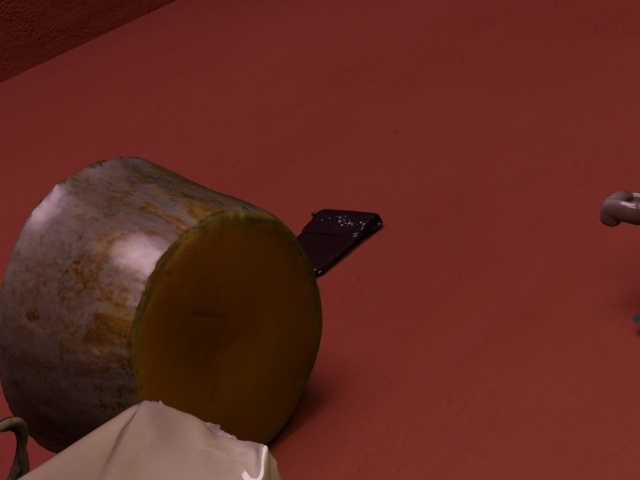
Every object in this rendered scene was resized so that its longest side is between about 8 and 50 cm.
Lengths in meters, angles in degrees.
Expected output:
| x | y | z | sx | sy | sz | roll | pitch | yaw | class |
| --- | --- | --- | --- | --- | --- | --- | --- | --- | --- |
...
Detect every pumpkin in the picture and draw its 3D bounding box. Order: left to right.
| x | y | z | sx | sy | sz | roll | pitch | yaw | class |
| --- | --- | --- | --- | --- | --- | --- | --- | --- | --- |
| -0.143 | 0.085 | 1.320 | 0.199 | 0.332 | 0.332 | 10 | 33 | 33 | pumpkin |

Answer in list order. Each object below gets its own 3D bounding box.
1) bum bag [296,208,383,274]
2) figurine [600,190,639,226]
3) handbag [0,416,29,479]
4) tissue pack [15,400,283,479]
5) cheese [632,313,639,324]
| x | y | z | sx | sy | sz | roll | pitch | yaw | class |
| --- | --- | --- | --- | --- | --- | --- | --- | --- | --- |
| 0.000 | 0.000 | 1.755 | 0.109 | 0.026 | 0.159 | 6 | 31 | 39 | bum bag |
| 0.457 | -0.024 | 1.362 | 0.309 | 0.143 | 0.308 | 22 | 17 | -7 | figurine |
| -0.282 | 0.274 | 0.957 | 0.109 | 0.315 | 0.241 | 37 | 13 | 14 | handbag |
| -0.171 | 0.319 | 0.817 | 0.207 | 0.297 | 0.380 | 10 | 36 | 46 | tissue pack |
| 0.393 | 0.071 | 1.349 | 0.121 | 0.026 | 0.067 | -23 | 25 | -17 | cheese |
